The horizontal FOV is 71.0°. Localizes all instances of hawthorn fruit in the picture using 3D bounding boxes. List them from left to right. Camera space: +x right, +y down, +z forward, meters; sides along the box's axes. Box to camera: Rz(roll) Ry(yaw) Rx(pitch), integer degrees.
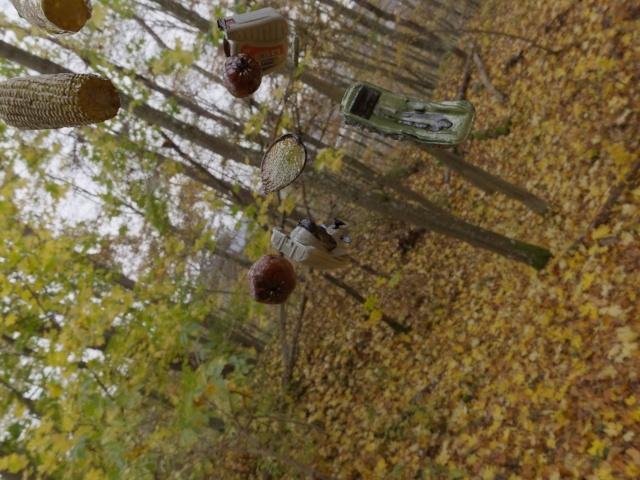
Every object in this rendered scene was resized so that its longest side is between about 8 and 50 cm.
[{"bbox_3d":[-0.284,-0.580,1.610,0.148,0.148,0.172,-68,11,-22],"label":"hawthorn fruit"},{"bbox_3d":[-0.157,0.116,1.424,0.157,0.156,0.194,-63,17,10],"label":"hawthorn fruit"}]

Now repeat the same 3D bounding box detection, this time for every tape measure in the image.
[{"bbox_3d":[-0.260,-0.776,1.760,0.258,0.130,0.265,-25,-32,-20],"label":"tape measure"}]

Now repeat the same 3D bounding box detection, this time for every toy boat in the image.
[{"bbox_3d":[-0.005,0.005,1.162,0.269,0.140,0.141,-3,-53,-57],"label":"toy boat"}]

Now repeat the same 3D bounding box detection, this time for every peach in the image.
[{"bbox_3d":[-0.150,-0.302,1.841,0.280,0.188,0.068,-61,-24,-4],"label":"peach"}]

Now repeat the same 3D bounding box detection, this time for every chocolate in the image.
[{"bbox_3d":[-0.582,-0.526,0.997,0.445,0.162,0.162,39,106,45],"label":"chocolate"}]

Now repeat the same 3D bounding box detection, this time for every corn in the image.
[{"bbox_3d":[-0.685,-0.356,1.148,0.144,0.386,0.144,-14,-74,-62],"label":"corn"}]

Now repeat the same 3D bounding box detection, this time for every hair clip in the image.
[{"bbox_3d":[0.210,-0.297,1.106,0.139,0.321,0.091,-66,-19,-11],"label":"hair clip"}]

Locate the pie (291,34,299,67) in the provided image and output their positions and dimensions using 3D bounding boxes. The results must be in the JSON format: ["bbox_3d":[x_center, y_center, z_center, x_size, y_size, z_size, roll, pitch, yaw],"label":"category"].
[{"bbox_3d":[-0.065,-0.486,1.155,0.084,0.019,0.085,180,90,-85],"label":"pie"}]
